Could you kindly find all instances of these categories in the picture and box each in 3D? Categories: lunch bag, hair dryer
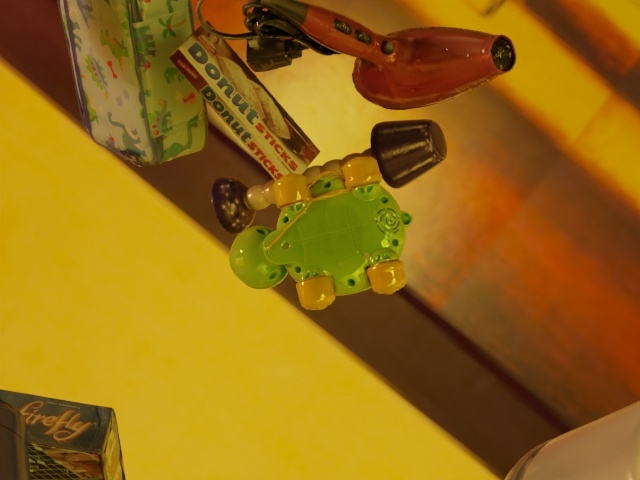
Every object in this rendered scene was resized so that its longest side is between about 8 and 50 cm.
[{"bbox_3d":[-0.207,-0.196,1.744,0.176,0.090,0.219,26,-49,49],"label":"lunch bag"},{"bbox_3d":[0.041,-0.175,1.544,0.294,0.080,0.223,3,-3,10],"label":"hair dryer"}]

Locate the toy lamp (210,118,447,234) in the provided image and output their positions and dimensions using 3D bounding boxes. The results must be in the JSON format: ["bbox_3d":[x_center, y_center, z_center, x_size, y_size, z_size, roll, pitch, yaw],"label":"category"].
[{"bbox_3d":[0.011,-0.075,1.817,0.275,0.080,0.080,-16,-40,27],"label":"toy lamp"}]

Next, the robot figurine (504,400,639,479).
[{"bbox_3d":[0.284,0.248,1.407,0.199,0.300,0.353,53,-37,0],"label":"robot figurine"}]

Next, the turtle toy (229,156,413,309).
[{"bbox_3d":[0.000,0.000,1.102,0.066,0.130,0.095,38,39,-83],"label":"turtle toy"}]

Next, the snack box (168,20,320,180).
[{"bbox_3d":[-0.075,-0.136,1.628,0.178,0.064,0.022,49,-48,-11],"label":"snack box"}]

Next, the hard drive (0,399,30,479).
[{"bbox_3d":[-0.255,0.165,0.925,0.210,0.040,0.318,33,20,-29],"label":"hard drive"}]

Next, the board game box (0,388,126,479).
[{"bbox_3d":[-0.271,0.168,1.225,0.243,0.042,0.165,9,-39,6],"label":"board game box"}]
